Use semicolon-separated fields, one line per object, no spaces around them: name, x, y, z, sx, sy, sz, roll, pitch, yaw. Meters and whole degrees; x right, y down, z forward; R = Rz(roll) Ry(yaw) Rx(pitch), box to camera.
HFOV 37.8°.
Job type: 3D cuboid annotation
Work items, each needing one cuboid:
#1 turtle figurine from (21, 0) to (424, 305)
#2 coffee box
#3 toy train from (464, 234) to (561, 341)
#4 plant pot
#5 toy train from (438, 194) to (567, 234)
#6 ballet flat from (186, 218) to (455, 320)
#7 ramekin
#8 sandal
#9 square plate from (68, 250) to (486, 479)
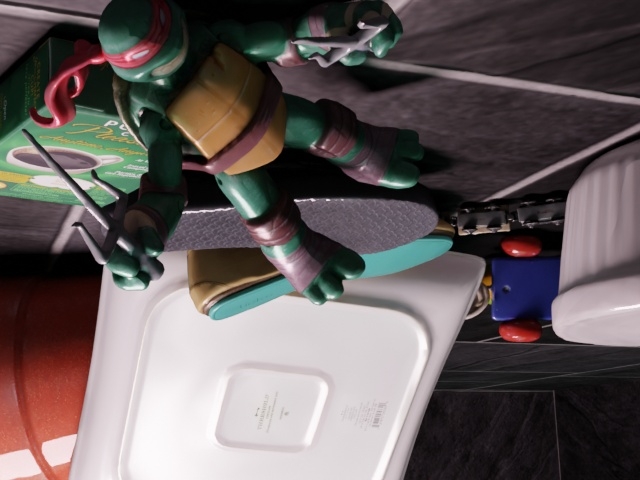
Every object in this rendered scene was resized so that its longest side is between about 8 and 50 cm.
turtle figurine;-0.037;-0.058;0.461;0.175;0.118;0.234;-45;145;7
coffee box;-0.146;-0.063;0.568;0.113;0.040;0.184;7;165;-35
toy train;0.191;0.047;0.976;0.248;0.105;0.143;0;180;-4
plant pot;-0.217;0.144;1.021;0.265;0.272;0.272;-11;166;5
toy train;0.141;-0.018;0.823;0.158;0.027;0.036;-7;176;23
ballet flat;0.000;0.000;0.778;0.232;0.073;0.080;-14;157;-18
ramekin;0.310;0.001;0.701;0.273;0.127;0.273;-1;166;0
sandal;-0.038;-0.032;0.700;0.255;0.054;0.097;1;155;0
square plate;-0.048;0.146;0.887;0.344;0.347;0.049;9;-152;-13
